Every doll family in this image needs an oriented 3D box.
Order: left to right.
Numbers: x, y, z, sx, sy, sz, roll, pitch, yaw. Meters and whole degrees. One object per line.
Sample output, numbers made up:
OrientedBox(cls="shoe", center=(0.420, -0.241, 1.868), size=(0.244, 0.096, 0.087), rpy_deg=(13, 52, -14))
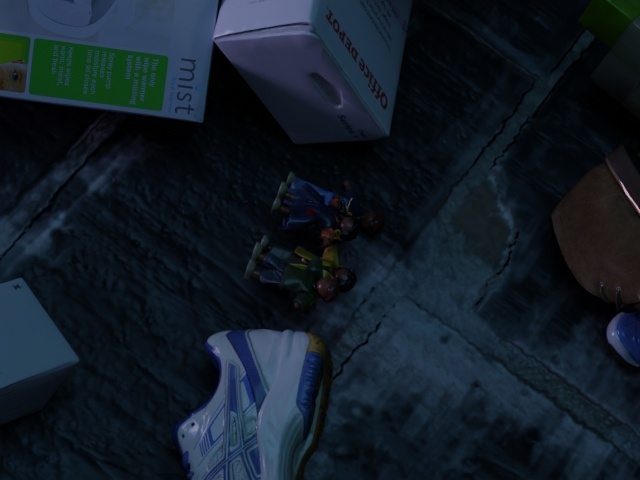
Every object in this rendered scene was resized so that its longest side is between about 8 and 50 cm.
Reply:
OrientedBox(cls="doll family", center=(0.000, 0.000, 1.357), size=(0.111, 0.076, 0.193), rpy_deg=(18, 60, 3))

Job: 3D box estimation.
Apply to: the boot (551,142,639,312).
OrientedBox(cls="boot", center=(0.333, 0.048, 1.354), size=(0.115, 0.112, 0.305), rpy_deg=(-37, 49, 19))

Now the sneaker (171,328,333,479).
OrientedBox(cls="sneaker", center=(-0.078, 0.220, 1.233), size=(0.131, 0.112, 0.296), rpy_deg=(7, 61, 12))

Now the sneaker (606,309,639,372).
OrientedBox(cls="sneaker", center=(0.400, 0.101, 1.382), size=(0.211, 0.081, 0.080), rpy_deg=(7, 65, -5))

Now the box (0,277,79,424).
OrientedBox(cls="box", center=(-0.297, 0.106, 1.218), size=(0.101, 0.087, 0.102), rpy_deg=(52, 36, 14))

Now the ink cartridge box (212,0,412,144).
OrientedBox(cls="ink cartridge box", center=(0.005, -0.267, 1.401), size=(0.117, 0.201, 0.278), rpy_deg=(-4, 60, 26))

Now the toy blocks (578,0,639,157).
OrientedBox(cls="toy blocks", center=(0.493, -0.180, 1.502), size=(0.381, 0.191, 0.261), rpy_deg=(41, 52, 9))

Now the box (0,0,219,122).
OrientedBox(cls="box", center=(-0.214, -0.262, 1.349), size=(0.231, 0.127, 0.262), rpy_deg=(8, 97, -8))
